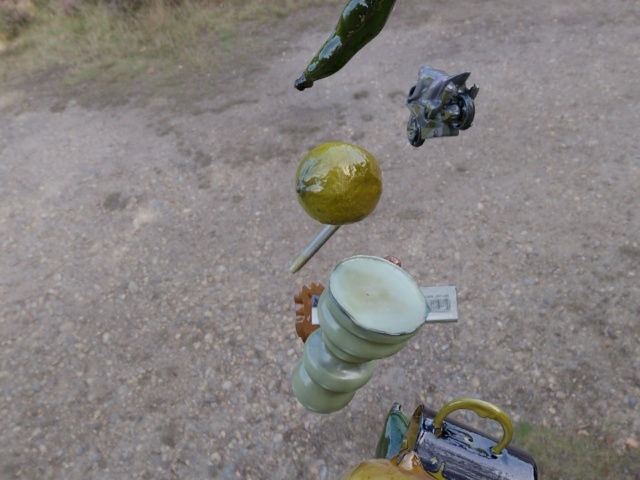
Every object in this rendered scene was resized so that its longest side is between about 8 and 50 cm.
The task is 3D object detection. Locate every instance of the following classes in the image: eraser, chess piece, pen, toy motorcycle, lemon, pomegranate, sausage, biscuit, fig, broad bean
[{"bbox_3d":[0.180,0.192,1.439,0.404,0.096,0.098,-5,75,18],"label":"eraser"},{"bbox_3d":[0.045,0.200,0.935,0.183,0.330,0.182,15,39,-12],"label":"chess piece"},{"bbox_3d":[0.000,0.000,1.327,0.032,0.040,0.233,37,72,18],"label":"pen"},{"bbox_3d":[0.221,-0.269,0.981,0.073,0.152,0.225,-7,1,-18],"label":"toy motorcycle"},{"bbox_3d":[0.040,-0.129,1.168,0.231,0.192,0.192,-6,37,-36],"label":"lemon"},{"bbox_3d":[0.105,0.415,0.728,0.209,0.209,0.209,-5,44,5],"label":"pomegranate"},{"bbox_3d":[0.231,0.132,1.899,0.077,0.194,0.077,21,36,-16],"label":"sausage"},{"bbox_3d":[-0.030,0.263,1.913,0.043,0.283,0.306,-5,17,21],"label":"biscuit"},{"bbox_3d":[0.220,0.564,1.359,0.196,0.195,0.244,-22,76,-13],"label":"fig"},{"bbox_3d":[0.059,-0.282,0.606,0.060,0.297,0.043,42,39,3],"label":"broad bean"}]

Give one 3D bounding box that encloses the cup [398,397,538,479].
[{"bbox_3d":[0.306,0.455,1.041,0.257,0.255,0.178,20,58,9],"label":"cup"}]
